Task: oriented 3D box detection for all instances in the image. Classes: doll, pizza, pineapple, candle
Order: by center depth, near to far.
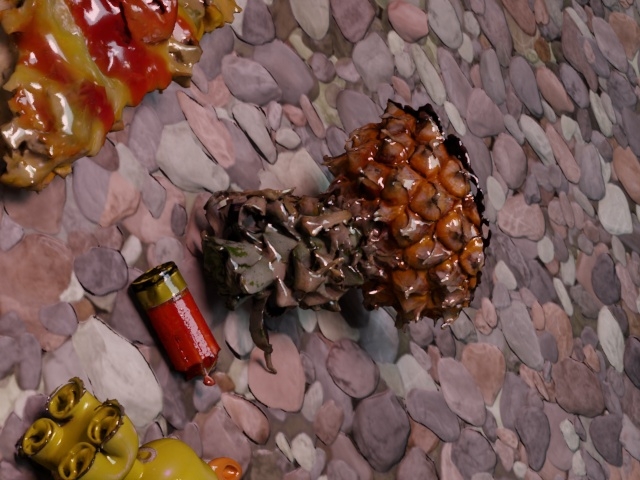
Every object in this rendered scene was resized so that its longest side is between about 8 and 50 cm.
[{"bbox_3d":[-0.162,0.227,1.742,0.221,0.135,0.143,43,75,-39],"label":"doll"},{"bbox_3d":[-0.231,-0.218,1.866,0.440,0.130,0.406,30,48,-40],"label":"pizza"},{"bbox_3d":[-0.137,0.087,1.891,0.130,0.052,0.052,62,36,-10],"label":"candle"},{"bbox_3d":[0.000,0.000,2.014,0.272,0.262,0.262,-16,85,-31],"label":"pineapple"}]
